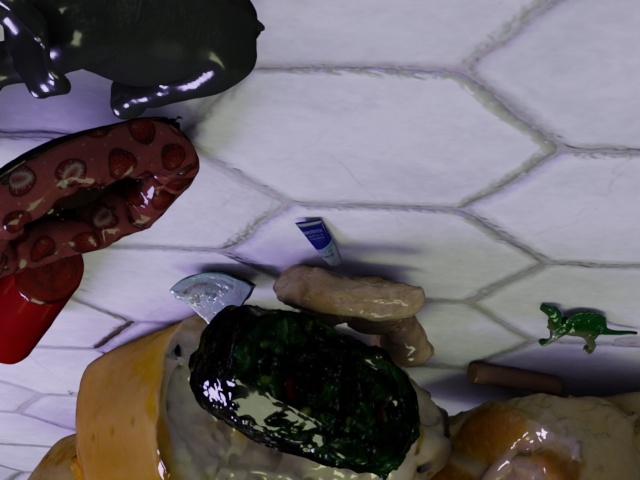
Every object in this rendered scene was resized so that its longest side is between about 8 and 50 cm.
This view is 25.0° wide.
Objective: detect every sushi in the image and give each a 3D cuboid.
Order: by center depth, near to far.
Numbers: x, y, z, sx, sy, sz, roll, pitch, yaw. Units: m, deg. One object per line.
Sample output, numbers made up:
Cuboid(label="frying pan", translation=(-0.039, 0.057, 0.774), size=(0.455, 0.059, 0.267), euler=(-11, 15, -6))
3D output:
Cuboid(label="sushi", translation=(-0.008, 0.143, 1.346), size=(0.225, 0.124, 0.127), euler=(30, 167, -31))

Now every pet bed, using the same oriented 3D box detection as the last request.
Cuboid(label="pet bed", translation=(-0.179, -0.031, 1.052), size=(0.201, 0.053, 0.201), euler=(-27, 170, -5))

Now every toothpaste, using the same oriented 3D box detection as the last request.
Cuboid(label="toothpaste", translation=(0.000, 0.000, 1.264), size=(0.024, 0.015, 0.083), euler=(-8, 153, 13))

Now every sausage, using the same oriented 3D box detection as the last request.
Cuboid(label="sausage", translation=(0.223, 0.159, 1.640), size=(0.116, 0.026, 0.026), euler=(11, 160, -18))

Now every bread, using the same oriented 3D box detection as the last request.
Cuboid(label="bread", translation=(-0.096, 0.254, 1.651), size=(0.361, 0.250, 0.394), euler=(17, 159, -28))
Cuboid(label="bread", translation=(0.277, 0.368, 1.656), size=(0.279, 0.371, 0.390), euler=(3, 166, -28))

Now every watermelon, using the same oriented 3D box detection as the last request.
Cuboid(label="watermelon", translation=(-0.104, 0.062, 1.389), size=(0.085, 0.061, 0.085), euler=(-4, 163, -1))

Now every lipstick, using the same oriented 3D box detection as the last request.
Cuboid(label="lipstick", translation=(-0.294, 0.063, 1.433), size=(0.073, 0.073, 0.280), euler=(12, 160, -18))

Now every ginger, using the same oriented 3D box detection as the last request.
Cuboid(label="ginger", translation=(0.037, 0.069, 1.390), size=(0.149, 0.065, 0.258), euler=(14, 169, 13))

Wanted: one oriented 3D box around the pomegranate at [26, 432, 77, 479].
Cuboid(label="pomegranate", translation=(-0.294, 0.423, 2.095), size=(0.333, 0.332, 0.332), euler=(4, 161, 2))

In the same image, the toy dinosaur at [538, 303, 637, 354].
Cuboid(label="toy dinosaur", translation=(0.266, 0.087, 1.430), size=(0.120, 0.029, 0.060), euler=(10, 149, -14))

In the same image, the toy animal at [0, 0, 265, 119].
Cuboid(label="toy animal", translation=(-0.142, -0.131, 0.811), size=(0.245, 0.114, 0.146), euler=(-8, 179, -38))
